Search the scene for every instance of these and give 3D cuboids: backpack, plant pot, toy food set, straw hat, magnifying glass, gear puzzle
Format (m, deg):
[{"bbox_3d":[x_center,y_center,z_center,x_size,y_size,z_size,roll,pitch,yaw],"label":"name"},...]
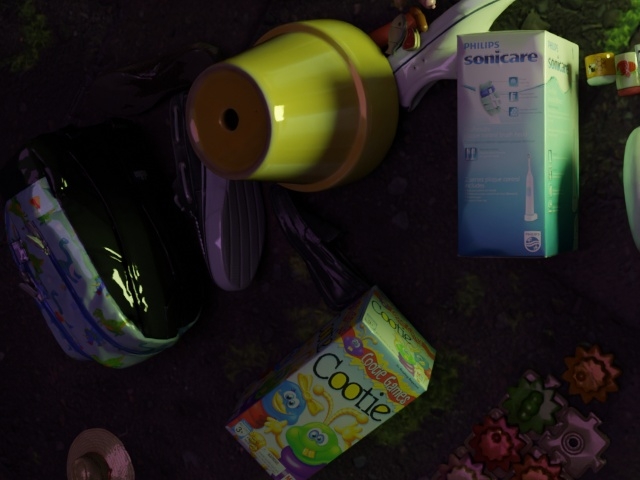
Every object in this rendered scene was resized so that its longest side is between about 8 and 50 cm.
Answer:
[{"bbox_3d":[-0.332,0.020,2.007,0.273,0.290,0.355,-43,83,28],"label":"backpack"},{"bbox_3d":[-0.056,-0.185,1.846,0.254,0.239,0.254,10,107,37],"label":"plant pot"},{"bbox_3d":[0.129,-0.323,1.830,0.078,0.019,0.122,12,91,41],"label":"toy food set"},{"bbox_3d":[0.477,-0.211,1.717,0.232,0.111,0.104,-8,90,21],"label":"toy food set"},{"bbox_3d":[-0.385,0.390,2.147,0.144,0.061,0.144,1,93,23],"label":"straw hat"},{"bbox_3d":[0.054,-0.286,1.942,0.231,0.026,0.092,-25,83,22],"label":"magnifying glass"},{"bbox_3d":[0.315,0.291,1.851,0.175,0.044,0.339,43,108,15],"label":"gear puzzle"}]

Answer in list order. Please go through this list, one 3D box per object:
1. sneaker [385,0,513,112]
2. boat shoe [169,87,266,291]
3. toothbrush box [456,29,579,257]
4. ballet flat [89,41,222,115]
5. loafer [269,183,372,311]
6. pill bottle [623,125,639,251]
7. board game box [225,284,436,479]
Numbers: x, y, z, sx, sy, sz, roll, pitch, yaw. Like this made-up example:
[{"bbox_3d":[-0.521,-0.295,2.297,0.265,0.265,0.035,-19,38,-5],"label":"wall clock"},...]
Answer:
[{"bbox_3d":[0.198,-0.282,1.854,0.258,0.094,0.091,-36,88,30],"label":"sneaker"},{"bbox_3d":[-0.169,-0.082,2.012,0.119,0.121,0.335,-11,78,31],"label":"boat shoe"},{"bbox_3d":[0.273,-0.128,1.753,0.126,0.216,0.295,2,94,23],"label":"toothbrush box"},{"bbox_3d":[-0.263,-0.265,2.067,0.250,0.058,0.084,-17,118,28],"label":"ballet flat"},{"bbox_3d":[0.000,0.000,1.957,0.078,0.076,0.223,-33,85,16],"label":"loafer"},{"bbox_3d":[0.563,-0.076,1.650,0.323,0.181,0.181,-6,91,24],"label":"pill bottle"},{"bbox_3d":[0.017,0.219,1.903,0.275,0.142,0.144,-40,97,20],"label":"board game box"}]
